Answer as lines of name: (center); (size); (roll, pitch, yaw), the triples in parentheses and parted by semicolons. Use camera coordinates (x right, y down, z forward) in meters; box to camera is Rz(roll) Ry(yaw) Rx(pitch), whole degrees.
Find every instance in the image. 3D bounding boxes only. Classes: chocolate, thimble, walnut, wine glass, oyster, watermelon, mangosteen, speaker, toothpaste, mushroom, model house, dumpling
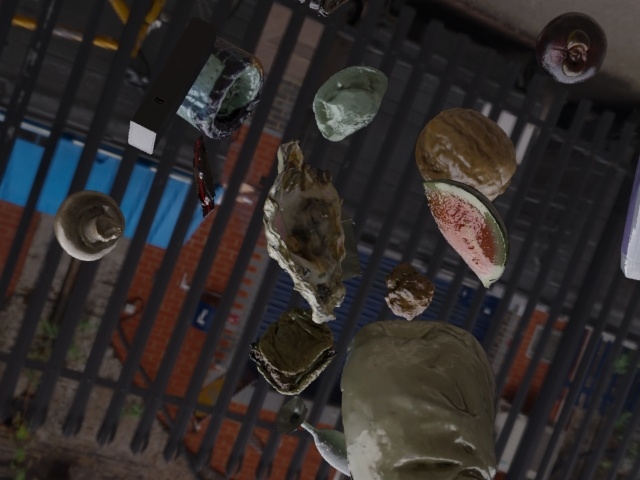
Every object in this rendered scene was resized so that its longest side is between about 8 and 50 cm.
chocolate: (-0.268, -0.143, 1.680); (0.028, 0.183, 0.086); (-7, 169, -28)
thimble: (-0.251, -0.361, 1.773); (0.150, 0.237, 0.237); (33, -173, 16)
walnut: (0.353, -0.208, 1.833); (0.257, 0.257, 0.224); (21, 159, 11)
wine glass: (0.010, 0.334, 1.232); (0.198, 0.066, 0.066); (45, 168, -35)
oyster: (-0.039, -0.013, 1.451); (0.107, 0.355, 0.201); (-14, 170, 34)
watermelon: (0.292, -0.024, 1.430); (0.245, 0.119, 0.063); (57, -152, -6)
mangosteen: (0.530, -0.404, 1.564); (0.152, 0.152, 0.152); (20, -177, -1)
speaker: (-0.232, -0.245, 1.171); (0.044, 0.218, 0.082); (27, 157, -7)
toothpaste: (0.682, -0.077, 1.566); (0.080, 0.371, 0.125); (0, -142, 19)
mushroom: (-0.639, -0.040, 2.099); (0.204, 0.204, 0.204); (20, -177, -1)
model house: (0.007, -0.743, 2.122); (0.164, 0.141, 0.203); (20, -133, 40)
dumpling: (0.081, -0.347, 1.891); (0.152, 0.219, 0.108); (29, -168, -45)

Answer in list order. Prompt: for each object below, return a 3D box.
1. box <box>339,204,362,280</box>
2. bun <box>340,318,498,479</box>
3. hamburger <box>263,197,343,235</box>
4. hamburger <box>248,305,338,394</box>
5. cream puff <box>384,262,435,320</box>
box: (0.000, 0.000, 1.831); (0.155, 0.149, 0.231); (-15, -161, -8)
bun: (0.165, 0.283, 1.118); (0.211, 0.360, 0.359); (-7, 176, 15)
hamburger: (-0.073, -0.047, 2.272); (0.209, 0.162, 0.330); (25, 153, -3)
hamburger: (-0.060, 0.282, 1.869); (0.183, 0.206, 0.130); (40, 163, 30)
cream puff: (0.186, 0.106, 1.603); (0.094, 0.122, 0.116); (32, 144, -23)
